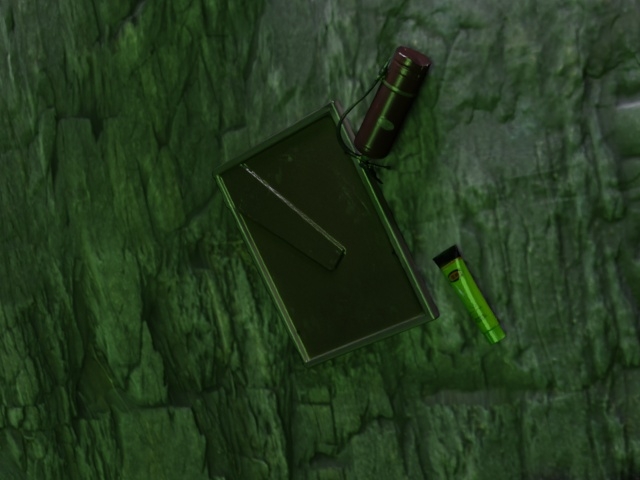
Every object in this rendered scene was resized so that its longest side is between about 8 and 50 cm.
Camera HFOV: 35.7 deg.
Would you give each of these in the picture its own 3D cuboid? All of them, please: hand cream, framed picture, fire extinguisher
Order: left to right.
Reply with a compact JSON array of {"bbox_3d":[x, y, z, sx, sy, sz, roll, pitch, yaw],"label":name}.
[{"bbox_3d":[0.000,0.000,1.242,0.213,0.016,0.289,-26,90,33],"label":"framed picture"},{"bbox_3d":[0.068,-0.146,1.143,0.078,0.045,0.157,23,117,-3],"label":"fire extinguisher"},{"bbox_3d":[0.175,0.064,1.156,0.036,0.023,0.122,-36,81,36],"label":"hand cream"}]
